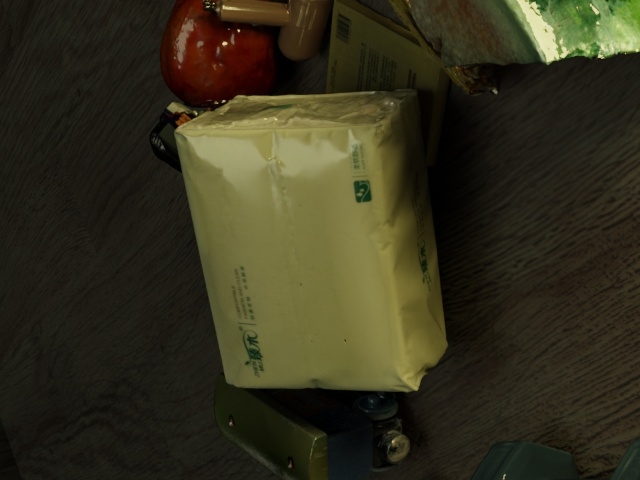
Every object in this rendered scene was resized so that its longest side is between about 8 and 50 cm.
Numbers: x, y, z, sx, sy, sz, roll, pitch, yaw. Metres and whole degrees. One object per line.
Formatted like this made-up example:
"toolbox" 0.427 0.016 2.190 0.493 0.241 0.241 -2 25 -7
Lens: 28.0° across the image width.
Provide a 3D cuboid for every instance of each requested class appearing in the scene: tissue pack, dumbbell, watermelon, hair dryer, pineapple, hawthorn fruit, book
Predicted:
"tissue pack" 0.000 0.000 1.693 0.297 0.207 0.380 -1 112 25
"dumbbell" 0.318 0.306 1.492 0.325 0.160 0.144 -15 62 58
"watermelon" 0.225 -0.256 1.298 0.302 0.264 0.151 7 107 59
"hair dryer" -0.079 -0.317 1.807 0.064 0.182 0.117 -102 23 -43
"pineapple" 0.137 -0.249 1.523 0.221 0.047 0.221 52 -173 -9
"hawthorn fruit" -0.147 -0.306 1.902 0.189 0.189 0.251 44 142 39
"book" 0.088 -0.218 1.733 0.231 0.026 0.161 39 134 43

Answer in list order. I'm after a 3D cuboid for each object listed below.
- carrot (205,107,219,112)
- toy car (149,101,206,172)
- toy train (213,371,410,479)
"carrot" -0.173 -0.191 2.136 0.035 0.035 0.142 -20 82 57
"toy car" -0.132 -0.098 1.915 0.193 0.118 0.301 40 174 33
"toy train" -0.012 0.274 1.924 0.300 0.202 0.131 24 123 51
